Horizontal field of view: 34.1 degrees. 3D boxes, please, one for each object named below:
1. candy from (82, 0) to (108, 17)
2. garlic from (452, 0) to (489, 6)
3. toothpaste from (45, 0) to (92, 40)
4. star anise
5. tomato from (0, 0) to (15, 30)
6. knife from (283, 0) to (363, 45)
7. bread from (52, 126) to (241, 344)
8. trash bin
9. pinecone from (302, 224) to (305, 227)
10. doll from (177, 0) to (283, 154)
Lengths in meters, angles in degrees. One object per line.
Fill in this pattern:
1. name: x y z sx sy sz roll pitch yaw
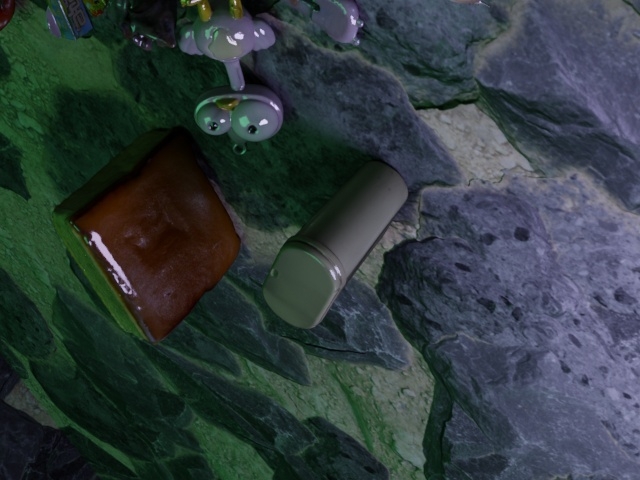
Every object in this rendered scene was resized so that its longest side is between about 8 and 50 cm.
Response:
1. candy: -0.423 -0.474 1.909 0.062 0.038 0.122 -6 124 50
2. garlic: 0.141 -0.420 1.316 0.237 0.210 0.292 0 134 0
3. toothpaste: -0.501 -0.469 1.967 0.044 0.070 0.193 18 141 35
4. star anise: -0.301 -0.411 1.727 0.257 0.110 0.199 -135 40 -63
5. tomato: -0.669 -0.492 2.106 0.139 0.091 0.159 -2 101 36
6. knife: -0.099 -0.426 1.624 0.398 0.038 0.132 32 149 14
7. bread: -0.339 -0.015 2.095 0.143 0.324 0.333 5 134 42
8. trash bin: 0.028 0.008 1.802 0.121 0.247 0.243 38 147 6
9. pinecone: 0.000 0.000 1.991 0.077 0.077 0.083 25 170 25
10. doll: -0.150 -0.283 1.753 0.160 0.094 0.365 -4 137 0
